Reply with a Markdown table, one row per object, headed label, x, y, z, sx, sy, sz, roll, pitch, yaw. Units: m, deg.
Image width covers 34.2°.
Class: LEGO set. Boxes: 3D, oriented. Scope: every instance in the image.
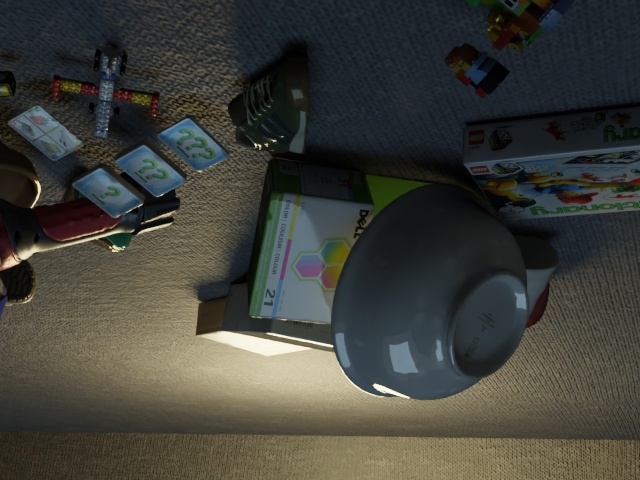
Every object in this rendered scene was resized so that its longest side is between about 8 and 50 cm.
| label | x | y | z | sx | sy | sz | roll | pitch | yaw |
| --- | --- | --- | --- | --- | --- | --- | --- | --- | --- |
| LEGO set | -0.243 | -0.116 | 1.152 | 0.183 | 0.060 | 0.244 | -24 | 134 | 24 |

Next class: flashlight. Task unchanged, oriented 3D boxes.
| label | x | y | z | sx | sy | sz | roll | pitch | yaw |
| --- | --- | --- | --- | --- | --- | --- | --- | --- | --- |
| flashlight | -0.316 | -0.031 | 1.278 | 0.304 | 0.103 | 0.103 | -17 | -156 | -37 |

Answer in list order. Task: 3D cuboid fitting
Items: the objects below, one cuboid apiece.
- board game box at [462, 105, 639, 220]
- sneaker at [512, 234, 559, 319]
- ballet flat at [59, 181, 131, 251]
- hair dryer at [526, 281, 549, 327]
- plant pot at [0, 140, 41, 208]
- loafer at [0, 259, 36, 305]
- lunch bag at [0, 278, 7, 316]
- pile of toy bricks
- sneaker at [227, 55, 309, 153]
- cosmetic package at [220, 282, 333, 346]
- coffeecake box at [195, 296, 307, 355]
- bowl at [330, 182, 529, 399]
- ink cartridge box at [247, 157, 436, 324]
| label | x | y | z | sx | sy | sz | roll | pitch | yaw |
| --- | --- | --- | --- | --- | --- | --- | --- | --- | --- |
| board game box | 0.337 | -0.088 | 1.201 | 0.306 | 0.053 | 0.193 | -4 | 160 | 23 |
| sneaker | 0.186 | 0.072 | 1.528 | 0.293 | 0.108 | 0.169 | 6 | 133 | -6 |
| ballet flat | -0.332 | -0.037 | 1.475 | 0.067 | 0.073 | 0.206 | 15 | 160 | 15 |
| hair dryer | 0.261 | 0.092 | 1.688 | 0.224 | 0.080 | 0.294 | 20 | 155 | -36 |
| plant pot | -0.473 | -0.076 | 1.266 | 0.237 | 0.109 | 0.237 | -23 | 165 | -6 |
| loafer | -0.599 | 0.037 | 1.701 | 0.269 | 0.101 | 0.092 | 24 | 155 | -23 |
| lunch bag | -0.657 | 0.067 | 1.452 | 0.386 | 0.238 | 0.328 | 13 | -172 | -6 |
| pile of toy bricks | 0.145 | -0.208 | 0.861 | 0.105 | 0.118 | 0.212 | 38 | 167 | 0 |
| sneaker | -0.057 | -0.140 | 1.120 | 0.086 | 0.064 | 0.192 | 0 | 164 | -3 |
| cosmetic package | 0.051 | 0.149 | 1.782 | 0.377 | 0.097 | 0.284 | 13 | 169 | -20 |
| coffeecake box | -0.121 | 0.163 | 1.985 | 0.142 | 0.068 | 0.186 | -15 | 153 | 42 |
| bowl | 0.167 | 0.085 | 1.311 | 0.298 | 0.297 | 0.134 | 24 | 180 | -43 |
| ink cartridge box | 0.045 | 0.011 | 1.344 | 0.255 | 0.097 | 0.188 | 7 | 119 | -9 |
